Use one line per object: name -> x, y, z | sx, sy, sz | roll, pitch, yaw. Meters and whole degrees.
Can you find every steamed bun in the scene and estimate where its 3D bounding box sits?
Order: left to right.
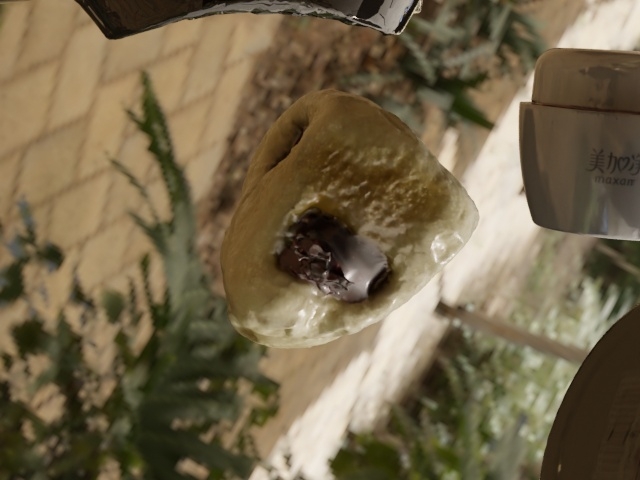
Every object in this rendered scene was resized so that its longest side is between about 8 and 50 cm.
steamed bun -> 0.000, 0.000, 1.042 | 0.155, 0.141, 0.172 | -50, -172, -10

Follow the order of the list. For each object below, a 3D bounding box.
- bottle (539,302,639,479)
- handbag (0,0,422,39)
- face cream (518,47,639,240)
bottle -> 0.272, 0.142, 0.721 | 0.144, 0.336, 0.144 | -54, -158, 34
handbag -> -0.037, -0.144, 0.664 | 0.257, 0.285, 0.113 | -111, -160, -79
face cream -> 0.170, -0.056, 0.923 | 0.117, 0.117, 0.104 | -17, 113, -70
